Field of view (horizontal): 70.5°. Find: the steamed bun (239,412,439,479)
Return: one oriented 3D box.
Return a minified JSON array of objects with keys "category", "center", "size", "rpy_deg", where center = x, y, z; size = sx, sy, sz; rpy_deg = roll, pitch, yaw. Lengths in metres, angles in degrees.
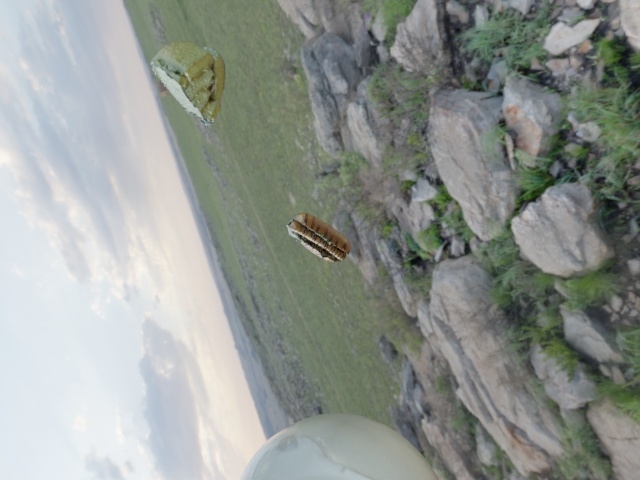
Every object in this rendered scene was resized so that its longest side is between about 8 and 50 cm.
[{"category":"steamed bun","center":[0.025,0.292,0.492],"size":[0.145,0.231,0.232],"rpy_deg":[-49,-56,-76]}]

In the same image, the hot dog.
[{"category":"hot dog","center":[0.000,0.000,0.629],"size":[0.122,0.049,0.037],"rpy_deg":[30,-149,-40]}]

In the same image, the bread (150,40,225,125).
[{"category":"bread","center":[-0.229,-0.302,0.842],"size":[0.103,0.110,0.156],"rpy_deg":[32,168,15]}]
